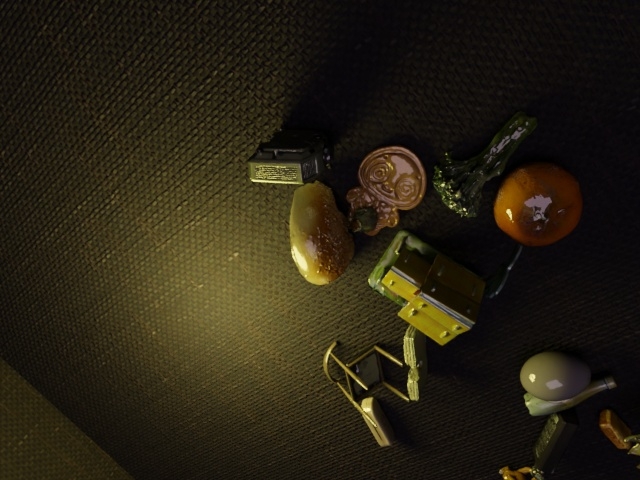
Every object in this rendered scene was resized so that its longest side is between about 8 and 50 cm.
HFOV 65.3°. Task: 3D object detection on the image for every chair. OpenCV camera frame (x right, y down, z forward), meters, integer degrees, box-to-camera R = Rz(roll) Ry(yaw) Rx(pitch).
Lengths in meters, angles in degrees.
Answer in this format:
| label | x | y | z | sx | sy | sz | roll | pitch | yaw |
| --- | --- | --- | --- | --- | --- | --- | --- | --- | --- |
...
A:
| label | x | y | z | sx | sy | sz | roll | pitch | yaw |
| --- | --- | --- | --- | --- | --- | --- | --- | --- | --- |
| chair | 0.150 | 0.453 | 1.681 | 0.272 | 0.166 | 0.188 | 24 | 134 | 53 |

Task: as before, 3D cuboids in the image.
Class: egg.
| label | x | y | z | sx | sy | sz | roll | pitch | yaw |
| --- | --- | --- | --- | --- | --- | --- | --- | --- | --- |
| egg | 0.709 | 0.409 | 1.510 | 0.198 | 0.146 | 0.147 | -10 | 114 | 19 |

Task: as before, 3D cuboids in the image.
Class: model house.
| label | x | y | z | sx | sy | sz | roll | pitch | yaw |
| --- | --- | --- | --- | --- | --- | --- | --- | --- | --- |
| model house | 0.326 | 0.084 | 1.335 | 0.300 | 0.323 | 0.340 | 33 | 99 | 4 |

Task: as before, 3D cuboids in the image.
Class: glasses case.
| label | x | y | z | sx | sy | sz | roll | pitch | yaw |
| --- | --- | --- | --- | --- | --- | --- | --- | --- | --- |
| glasses case | 0.208 | 0.656 | 1.803 | 0.050 | 0.083 | 0.196 | -21 | 111 | 21 |

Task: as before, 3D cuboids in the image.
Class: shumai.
| label | x | y | z | sx | sy | sz | roll | pitch | yaw |
| --- | --- | --- | --- | --- | --- | --- | --- | --- | --- |
| shumai | 0.120 | -0.047 | 1.421 | 0.083 | 0.080 | 0.082 | -36 | 107 | 32 |

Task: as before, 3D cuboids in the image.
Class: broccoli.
| label | x | y | z | sx | sy | sz | roll | pitch | yaw |
| --- | --- | --- | --- | --- | --- | --- | --- | --- | --- |
| broccoli | 0.429 | -0.205 | 1.290 | 0.165 | 0.145 | 0.304 | 39 | 107 | -12 |

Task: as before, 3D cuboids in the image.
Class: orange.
| label | x | y | z | sx | sy | sz | roll | pitch | yaw |
| --- | --- | --- | --- | --- | --- | --- | --- | --- | --- |
| orange | 0.558 | -0.089 | 1.282 | 0.223 | 0.170 | 0.224 | 7 | 120 | 12 |

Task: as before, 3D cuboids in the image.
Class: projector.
| label | x | y | z | sx | sy | sz | roll | pitch | yaw |
| --- | --- | --- | --- | --- | --- | --- | --- | --- | --- |
| projector | -0.063 | -0.229 | 1.312 | 0.193 | 0.270 | 0.088 | 4 | 117 | 12 |

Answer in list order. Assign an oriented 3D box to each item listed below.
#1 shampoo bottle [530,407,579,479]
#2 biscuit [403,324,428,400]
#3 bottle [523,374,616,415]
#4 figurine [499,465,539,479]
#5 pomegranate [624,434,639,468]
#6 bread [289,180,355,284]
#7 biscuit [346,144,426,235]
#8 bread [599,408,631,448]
| label | x | y | z | sx | sy | sz | roll | pitch | yaw |
| --- | --- | --- | --- | --- | --- | --- | --- | --- | --- |
| shampoo bottle | 0.766 | 0.681 | 1.663 | 0.071 | 0.098 | 0.310 | 11 | 119 | 3 |
| biscuit | 0.306 | 0.375 | 1.595 | 0.046 | 0.147 | 0.250 | 3 | 117 | 24 |
| bottle | 0.781 | 0.478 | 1.566 | 0.269 | 0.083 | 0.083 | -28 | 107 | 22 |
| figurine | 0.712 | 0.863 | 1.732 | 0.122 | 0.176 | 0.121 | -31 | 108 | 14 |
| pomegranate | 1.058 | 0.563 | 1.429 | 0.340 | 0.260 | 0.261 | -19 | 111 | 11 |
| bread | -0.002 | -0.001 | 1.458 | 0.171 | 0.192 | 0.314 | -3 | 115 | 17 |
| biscuit | 0.179 | -0.139 | 1.430 | 0.202 | 0.044 | 0.289 | 35 | 118 | -5 |
| bread | 0.940 | 0.602 | 1.593 | 0.132 | 0.074 | 0.053 | 49 | 136 | -11 |
